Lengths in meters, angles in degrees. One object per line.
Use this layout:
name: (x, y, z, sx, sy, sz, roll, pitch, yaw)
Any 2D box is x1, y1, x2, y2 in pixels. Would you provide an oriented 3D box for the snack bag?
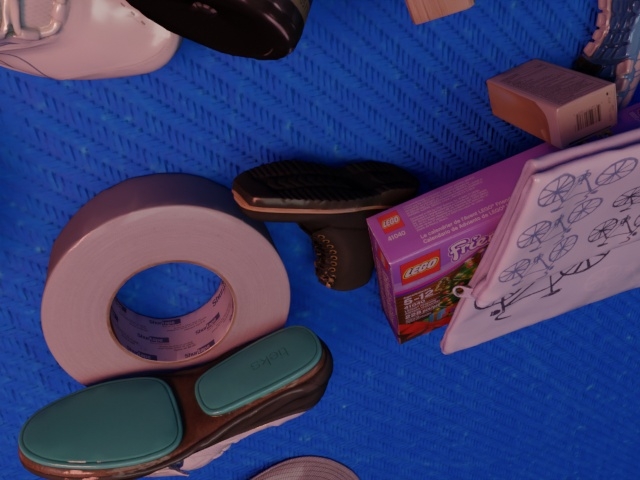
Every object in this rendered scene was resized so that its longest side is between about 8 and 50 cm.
snack bag: (0.284, 0.005, 0.582, 0.323, 0.037, 0.342, -16, 148, -15)

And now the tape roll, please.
tape roll: (-0.142, 0.050, 0.551, 0.219, 0.072, 0.219, -9, 121, -15)

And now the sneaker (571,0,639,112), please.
sneaker: (0.309, -0.194, 0.571, 0.083, 0.071, 0.191, -5, 121, -23)

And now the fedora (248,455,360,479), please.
fedora: (-0.049, 0.436, 0.781, 0.275, 0.124, 0.244, -37, 125, 5)

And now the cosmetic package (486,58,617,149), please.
cosmetic package: (0.213, -0.131, 0.543, 0.060, 0.115, 0.041, -24, 122, -3)

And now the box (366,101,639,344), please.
box: (0.197, -0.006, 0.595, 0.293, 0.057, 0.201, -23, 148, -3)

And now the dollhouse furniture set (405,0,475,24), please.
dollhouse furniture set: (0.167, -0.252, 0.359, 0.242, 0.161, 0.212, -8, 130, 30)

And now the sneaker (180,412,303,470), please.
sneaker: (-0.118, 0.198, 0.649, 0.232, 0.090, 0.115, -10, 129, -3)

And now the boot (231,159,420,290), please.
boot: (0.000, 0.000, 0.553, 0.198, 0.077, 0.137, -3, 126, -35)

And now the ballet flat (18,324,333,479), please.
ballet flat: (-0.117, 0.165, 0.532, 0.280, 0.095, 0.096, -15, 135, -11)

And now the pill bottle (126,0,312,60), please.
pill bottle: (-0.039, -0.238, 0.357, 0.122, 0.123, 0.219, 19, 89, -28)

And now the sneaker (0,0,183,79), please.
sneaker: (-0.234, -0.156, 0.363, 0.297, 0.129, 0.111, 6, 116, -24)
